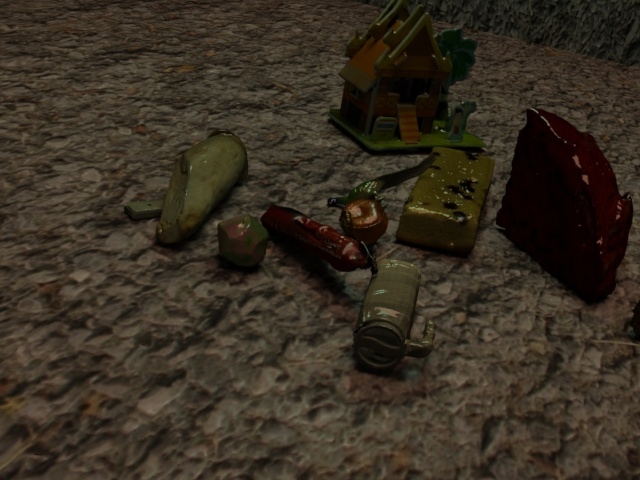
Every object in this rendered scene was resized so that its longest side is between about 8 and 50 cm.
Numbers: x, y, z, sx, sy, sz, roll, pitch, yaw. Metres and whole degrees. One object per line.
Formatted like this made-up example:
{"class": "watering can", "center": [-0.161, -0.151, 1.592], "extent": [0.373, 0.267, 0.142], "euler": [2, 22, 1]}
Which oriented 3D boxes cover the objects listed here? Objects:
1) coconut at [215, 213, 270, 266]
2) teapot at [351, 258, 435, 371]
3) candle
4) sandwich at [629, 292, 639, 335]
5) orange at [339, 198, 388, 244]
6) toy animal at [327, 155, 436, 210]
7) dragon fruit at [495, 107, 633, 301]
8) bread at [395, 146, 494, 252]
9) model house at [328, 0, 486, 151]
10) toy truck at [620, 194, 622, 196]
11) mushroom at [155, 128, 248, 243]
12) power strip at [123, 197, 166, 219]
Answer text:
{"class": "coconut", "center": [-0.116, 0.001, 1.263], "extent": [0.081, 0.082, 0.083], "euler": [-10, -19, 13]}
{"class": "teapot", "center": [0.108, 0.104, 1.141], "extent": [0.107, 0.077, 0.200], "euler": [14, 26, 7]}
{"class": "candle", "center": [0.000, 0.000, 1.282], "extent": [0.084, 0.059, 0.301], "euler": [6, 11, -32]}
{"class": "sandwich", "center": [0.663, 0.144, 1.252], "extent": [0.271, 0.099, 0.301], "euler": [-6, 28, -39]}
{"class": "orange", "center": [0.076, -0.029, 1.408], "extent": [0.086, 0.062, 0.086], "euler": [-7, 46, 8]}
{"class": "toy animal", "center": [0.119, -0.092, 1.509], "extent": [0.216, 0.041, 0.075], "euler": [-22, 43, 3]}
{"class": "dragon fruit", "center": [0.440, -0.018, 1.460], "extent": [0.302, 0.240, 0.330], "euler": [27, 39, -32]}
{"class": "bread", "center": [0.244, -0.083, 1.561], "extent": [0.138, 0.077, 0.361], "euler": [15, 27, 10]}
{"class": "model house", "center": [0.238, -0.379, 1.890], "extent": [0.357, 0.313, 0.242], "euler": [-3, 32, -27]}
{"class": "toy truck", "center": [0.567, -0.111, 1.742], "extent": [0.088, 0.074, 0.202], "euler": [10, 26, -11]}
{"class": "mushroom", "center": [-0.201, -0.102, 1.401], "extent": [0.087, 0.107, 0.333], "euler": [-27, 15, 26]}
{"class": "power strip", "center": [-0.280, -0.053, 1.372], "extent": [0.090, 0.016, 0.040], "euler": [-9, 32, -36]}
